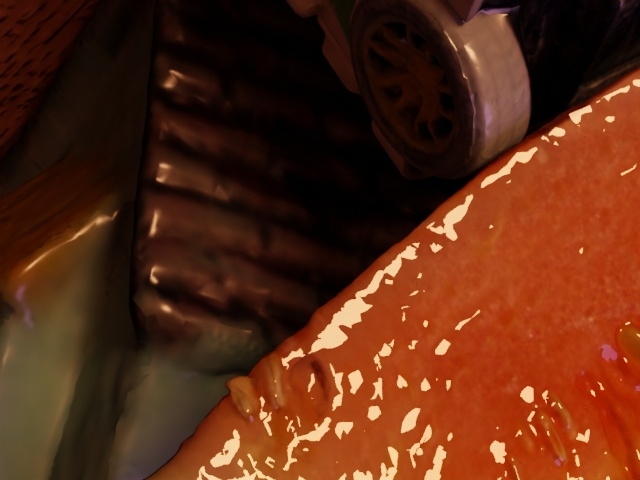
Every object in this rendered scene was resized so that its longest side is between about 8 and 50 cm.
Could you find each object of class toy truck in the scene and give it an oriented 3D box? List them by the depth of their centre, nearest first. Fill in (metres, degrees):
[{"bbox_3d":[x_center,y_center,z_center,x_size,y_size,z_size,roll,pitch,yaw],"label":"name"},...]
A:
[{"bbox_3d":[0.074,-0.175,0.442,0.146,0.175,0.367,-24,155,-27],"label":"toy truck"}]

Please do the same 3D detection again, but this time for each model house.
[{"bbox_3d":[0.000,0.000,0.690,0.280,0.230,0.249,18,86,-30],"label":"model house"}]

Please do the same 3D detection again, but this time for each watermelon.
[{"bbox_3d":[0.107,0.053,0.516,0.303,0.128,0.159,-33,143,-16],"label":"watermelon"}]
